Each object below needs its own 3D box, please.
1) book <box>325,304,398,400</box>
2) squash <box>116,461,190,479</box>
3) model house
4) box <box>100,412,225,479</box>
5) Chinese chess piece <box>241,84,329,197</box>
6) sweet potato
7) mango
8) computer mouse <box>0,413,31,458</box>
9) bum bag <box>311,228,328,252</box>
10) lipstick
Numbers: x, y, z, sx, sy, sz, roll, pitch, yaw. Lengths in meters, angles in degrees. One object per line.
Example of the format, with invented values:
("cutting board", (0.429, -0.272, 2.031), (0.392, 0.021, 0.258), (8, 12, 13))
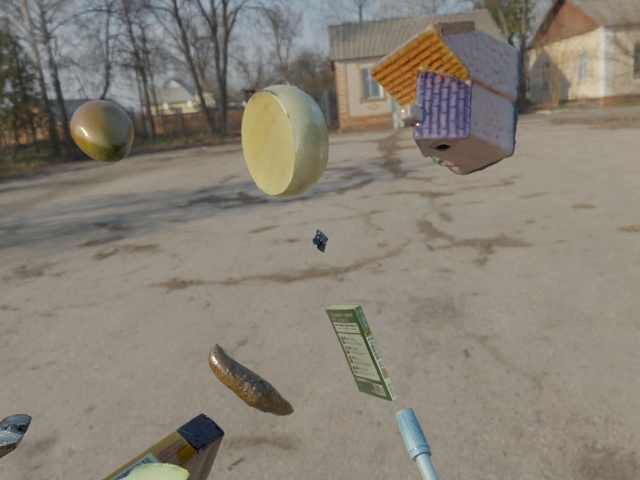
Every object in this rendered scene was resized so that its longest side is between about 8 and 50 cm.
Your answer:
("book", (0.108, 0.302, 1.513), (0.027, 0.264, 0.202), (-23, 2, -21))
("squash", (-0.415, 0.624, 1.307), (0.184, 0.085, 0.192), (3, 30, 25))
("model house", (0.225, -0.270, 1.056), (0.237, 0.237, 0.202), (14, -11, -30))
("box", (-0.495, 0.737, 1.692), (0.115, 0.264, 0.415), (34, 31, 22))
("Chinese chess piece", (-0.084, -0.222, 1.253), (0.097, 0.251, 0.250), (-14, 16, -35))
("sweet potato", (-0.208, 0.451, 1.700), (0.092, 0.341, 0.114), (-47, 13, 8))
("mango", (-0.544, -0.271, 1.380), (0.151, 0.120, 0.221), (24, 25, -24))
("computer mouse", (-0.622, 0.384, 1.098), (0.135, 0.047, 0.079), (-26, 35, 32))
("bum bag", (-0.001, 0.001, 1.814), (0.034, 0.058, 0.124), (-40, 9, 16))
("lipstick", (0.284, 0.606, 1.554), (0.068, 0.061, 0.274), (26, 29, -37))
